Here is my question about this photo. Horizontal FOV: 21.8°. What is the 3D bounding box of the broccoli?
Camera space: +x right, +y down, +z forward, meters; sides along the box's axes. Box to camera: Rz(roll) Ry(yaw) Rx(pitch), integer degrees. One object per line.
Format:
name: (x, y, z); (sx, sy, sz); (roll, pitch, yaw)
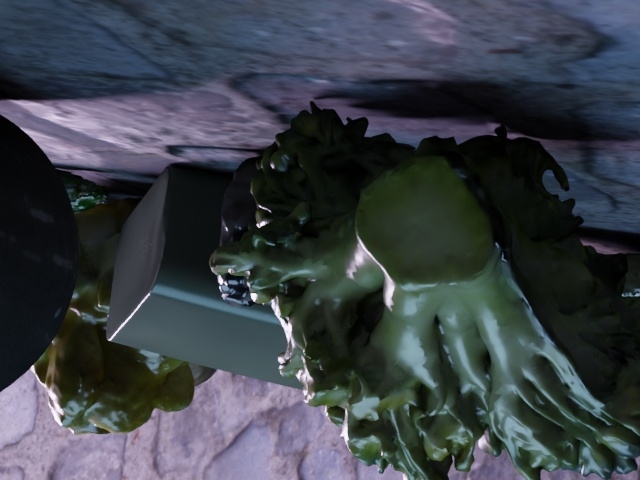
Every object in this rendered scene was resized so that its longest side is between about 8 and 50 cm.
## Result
broccoli: (0.073, 0.034, 1.029); (0.288, 0.247, 0.245); (1, 169, 15)

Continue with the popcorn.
popcorn: (-0.222, 0.081, 1.843); (0.276, 0.276, 0.225); (6, -172, 26)

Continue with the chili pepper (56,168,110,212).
chili pepper: (-0.322, -0.055, 1.742); (0.227, 0.059, 0.088); (4, 171, 23)

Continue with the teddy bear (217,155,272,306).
teddy bear: (0.023, 0.004, 1.353); (0.251, 0.144, 0.171); (3, 160, 19)

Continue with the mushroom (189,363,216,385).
mushroom: (-0.170, 0.074, 2.216); (0.244, 0.243, 0.243); (8, 176, 1)

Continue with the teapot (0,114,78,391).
teapot: (-0.324, -0.028, 1.147); (0.300, 0.253, 0.344); (39, 170, 5)

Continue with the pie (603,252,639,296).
pie: (0.312, 0.054, 1.729); (0.338, 0.075, 0.337); (-2, 171, 0)

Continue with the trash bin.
trash bin: (-0.020, 0.053, 1.648); (0.344, 0.158, 0.223); (11, 157, -19)
